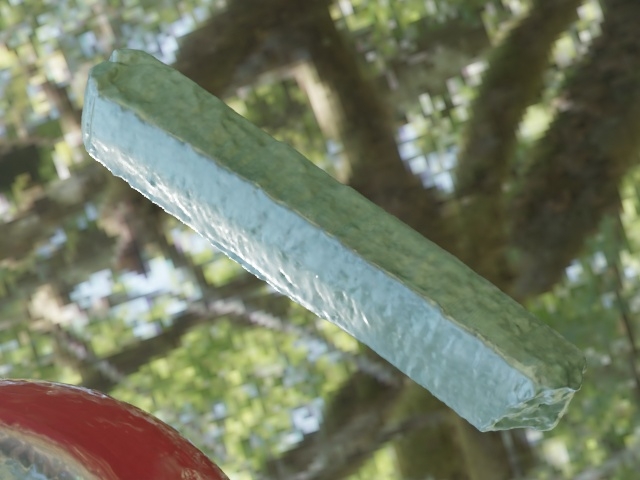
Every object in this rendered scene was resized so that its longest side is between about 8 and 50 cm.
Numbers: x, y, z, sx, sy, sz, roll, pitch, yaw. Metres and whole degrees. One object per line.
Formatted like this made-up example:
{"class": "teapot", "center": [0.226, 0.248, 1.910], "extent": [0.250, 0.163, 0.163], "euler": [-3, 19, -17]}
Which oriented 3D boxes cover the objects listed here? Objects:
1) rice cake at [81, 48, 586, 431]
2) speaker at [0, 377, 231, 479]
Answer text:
{"class": "rice cake", "center": [0.000, 0.001, 0.552], "extent": [0.029, 0.171, 0.033], "euler": [-37, -27, -43]}
{"class": "speaker", "center": [-0.155, 0.207, 0.950], "extent": [0.294, 0.294, 0.294], "euler": [49, -149, -44]}
